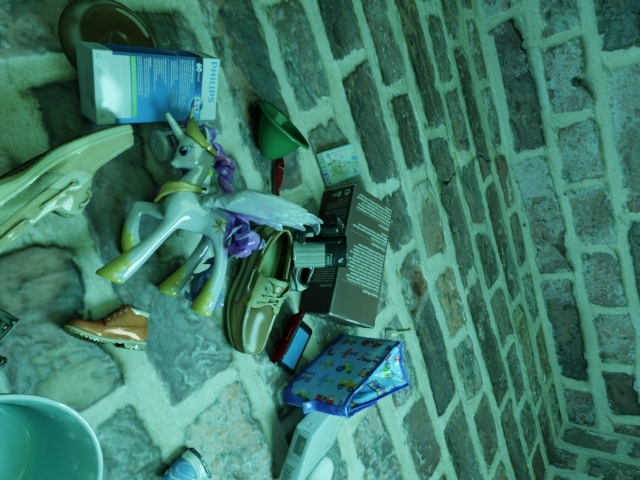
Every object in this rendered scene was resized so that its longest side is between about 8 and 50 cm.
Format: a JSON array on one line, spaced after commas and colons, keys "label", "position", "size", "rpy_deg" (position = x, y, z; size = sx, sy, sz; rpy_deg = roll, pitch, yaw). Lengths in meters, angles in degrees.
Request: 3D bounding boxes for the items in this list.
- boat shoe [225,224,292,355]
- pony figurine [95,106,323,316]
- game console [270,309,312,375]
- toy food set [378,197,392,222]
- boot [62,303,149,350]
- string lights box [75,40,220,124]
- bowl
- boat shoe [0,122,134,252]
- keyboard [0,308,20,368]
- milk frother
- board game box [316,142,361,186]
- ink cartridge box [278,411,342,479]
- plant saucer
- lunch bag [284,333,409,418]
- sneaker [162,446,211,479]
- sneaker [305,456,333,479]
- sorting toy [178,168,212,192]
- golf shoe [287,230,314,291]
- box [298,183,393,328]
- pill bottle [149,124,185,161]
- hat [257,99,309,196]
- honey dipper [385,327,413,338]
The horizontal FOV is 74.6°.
[{"label": "boat shoe", "position": [-0.139, 0.112, 1.016], "size": [0.123, 0.120, 0.323], "rpy_deg": [19, 73, -43]}, {"label": "pony figurine", "position": [-0.217, -0.043, 0.865], "size": [0.351, 0.303, 0.363], "rpy_deg": [27, 83, -24]}, {"label": "game console", "position": [-0.060, 0.272, 1.111], "size": [0.085, 0.124, 0.143], "rpy_deg": [32, 61, -10]}, {"label": "toy food set", "position": [0.200, -0.042, 1.432], "size": [0.132, 0.039, 0.192], "rpy_deg": [51, 54, -29]}, {"label": "boot", "position": [-0.400, 0.157, 0.798], "size": [0.158, 0.059, 0.084], "rpy_deg": [30, 63, -49]}, {"label": "string lights box", "position": [-0.335, -0.314, 0.848], "size": [0.260, 0.077, 0.133], "rpy_deg": [-19, 132, -45]}, {"label": "bowl", "position": [-0.497, 0.347, 0.586], "size": [0.312, 0.163, 0.311], "rpy_deg": [-6, 98, -48]}, {"label": "boat shoe", "position": [-0.459, -0.090, 0.721], "size": [0.341, 0.122, 0.110], "rpy_deg": [-43, 121, -28]}, {"label": "keyboard", "position": [-0.560, 0.187, 0.654], "size": [0.108, 0.023, 0.180], "rpy_deg": [44, 58, -26]}, {"label": "milk frother", "position": [0.000, 0.000, 1.090], "size": [0.143, 0.135, 0.129], "rpy_deg": [-92, -178, -73]}, {"label": "board game box", "position": [0.061, -0.239, 1.317], "size": [0.154, 0.026, 0.103], "rpy_deg": [-28, 106, -43]}, {"label": "ink cartridge box", "position": [-0.010, 0.519, 1.119], "size": [0.232, 0.066, 0.188], "rpy_deg": [-22, 131, -64]}, {"label": "plant saucer", "position": [-0.411, -0.396, 0.847], "size": [0.199, 0.036, 0.198], "rpy_deg": [4, 84, -46]}, {"label": "lunch bag", "position": [0.059, 0.372, 1.122], "size": [0.293, 0.221, 0.138], "rpy_deg": [-17, 98, -45]}, {"label": "sneaker", "position": [-0.263, 0.552, 0.891], "size": [0.081, 0.080, 0.211], "rpy_deg": [-26, 95, -37]}, {"label": "sneaker", "position": [-0.021, 0.689, 1.105], "size": [0.235, 0.095, 0.090], "rpy_deg": [-50, 119, -38]}, {"label": "sorting toy", "position": [-0.279, -0.144, 0.962], "size": [0.083, 0.045, 0.075], "rpy_deg": [-15, 116, -45]}, {"label": "golf shoe", "position": [-0.041, 0.051, 1.148], "size": [0.068, 0.086, 0.185], "rpy_deg": [27, 66, -40]}, {"label": "box", "position": [0.083, 0.050, 1.234], "size": [0.191, 0.143, 0.380], "rpy_deg": [26, 67, -39]}, {"label": "pill bottle", "position": [-0.303, -0.217, 0.917], "size": [0.120, 0.067, 0.066], "rpy_deg": [-28, 106, -43]}, {"label": "hat", "position": [-0.147, -0.235, 1.110], "size": [0.173, 0.183, 0.208], "rpy_deg": [24, 28, -49]}, {"label": "honey dipper", "position": [0.286, 0.326, 1.496], "size": [0.161, 0.031, 0.030], "rpy_deg": [5, 83, -48]}]
